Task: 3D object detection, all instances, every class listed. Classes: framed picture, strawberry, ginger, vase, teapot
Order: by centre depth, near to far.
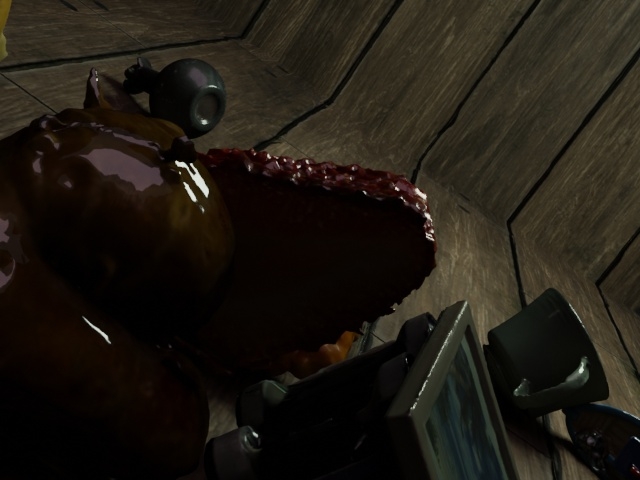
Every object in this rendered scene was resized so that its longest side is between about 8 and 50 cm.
[{"bbox_3d":[-0.226,-0.014,0.653,0.418,0.254,0.176,23,-17,-26],"label":"ginger"},{"bbox_3d":[0.117,0.217,0.695,0.232,0.024,0.314,-41,114,-70],"label":"framed picture"},{"bbox_3d":[-0.041,0.003,0.832,0.106,0.286,0.188,-66,143,-58],"label":"strawberry"},{"bbox_3d":[0.276,0.165,1.361,0.239,0.149,0.162,-116,-177,-79],"label":"teapot"},{"bbox_3d":[-0.224,-0.223,1.544,0.183,0.120,0.120,29,9,37],"label":"vase"}]

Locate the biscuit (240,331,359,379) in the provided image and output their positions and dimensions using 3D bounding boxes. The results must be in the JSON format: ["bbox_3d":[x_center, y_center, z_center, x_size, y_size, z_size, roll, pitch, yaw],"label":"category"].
[{"bbox_3d":[-0.096,0.021,1.056,0.318,0.110,0.312,36,13,2],"label":"biscuit"}]

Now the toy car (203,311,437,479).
[{"bbox_3d":[0.031,0.167,0.767,0.157,0.172,0.235,63,17,-6],"label":"toy car"}]

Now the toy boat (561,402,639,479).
[{"bbox_3d":[0.408,0.288,1.353,0.223,0.100,0.097,37,8,25],"label":"toy boat"}]

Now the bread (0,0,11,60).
[{"bbox_3d":[-0.469,-0.293,1.022,0.316,0.211,0.270,34,16,5],"label":"bread"}]
